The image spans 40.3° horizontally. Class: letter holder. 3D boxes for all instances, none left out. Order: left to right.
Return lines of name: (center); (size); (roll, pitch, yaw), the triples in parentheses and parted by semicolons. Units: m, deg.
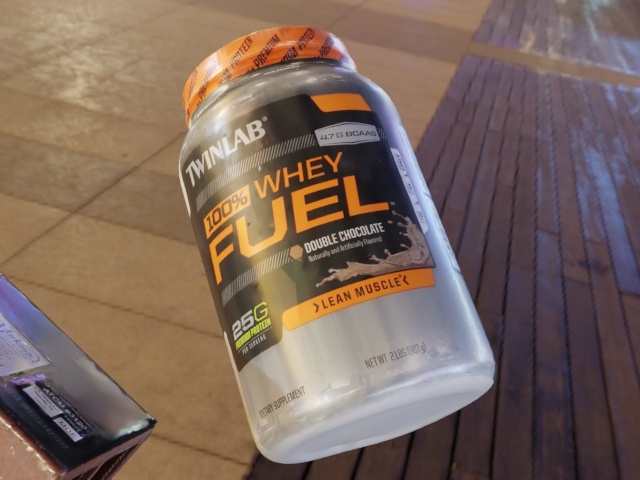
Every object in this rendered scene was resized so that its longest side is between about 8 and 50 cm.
letter holder: (-0.320, 0.126, 0.653); (0.302, 0.214, 0.152); (42, 8, 9)

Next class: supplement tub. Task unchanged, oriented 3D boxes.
supplement tub: (0.000, 0.000, 0.754); (0.207, 0.207, 0.338); (-7, 66, -30)
